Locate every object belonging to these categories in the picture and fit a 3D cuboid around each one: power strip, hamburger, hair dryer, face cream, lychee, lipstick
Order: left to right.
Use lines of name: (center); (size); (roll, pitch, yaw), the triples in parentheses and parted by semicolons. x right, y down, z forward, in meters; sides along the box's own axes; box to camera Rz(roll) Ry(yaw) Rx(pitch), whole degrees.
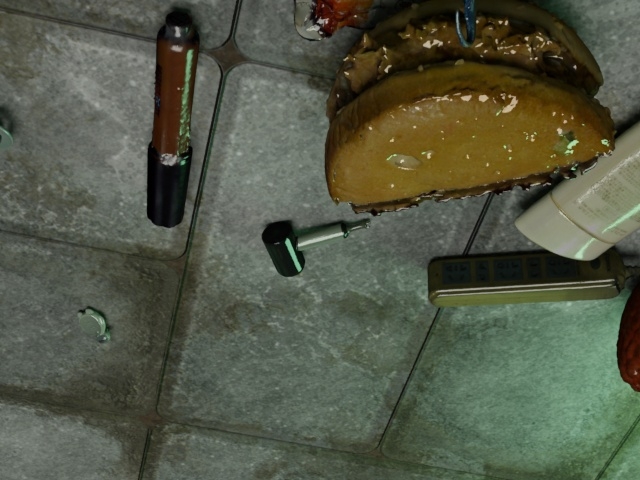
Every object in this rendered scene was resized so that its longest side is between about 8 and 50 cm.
power strip: (-0.447, 0.167, 2.387); (0.055, 0.035, 0.083); (-23, 116, 24)
lipstick: (-0.245, -0.191, 1.983); (0.077, 0.077, 0.418); (7, 133, -4)
hair dryer: (0.000, 0.000, 2.178); (0.198, 0.057, 0.100); (-15, 134, 11)
hamburger: (0.190, -0.233, 1.762); (0.445, 0.268, 0.287); (-8, 144, 19)
power strip: (0.389, 0.066, 2.183); (0.388, 0.092, 0.066); (-3, 137, 7)
face cream: (0.510, -0.086, 2.031); (0.173, 0.081, 0.348); (30, 129, -24)
lychee: (0.662, 0.158, 2.173); (0.255, 0.300, 0.255); (27, 147, 20)

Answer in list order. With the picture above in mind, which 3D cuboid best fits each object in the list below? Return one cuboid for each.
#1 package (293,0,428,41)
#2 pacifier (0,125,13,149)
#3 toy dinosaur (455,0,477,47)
package: (0.057, -0.377, 1.804); (0.232, 0.040, 0.166); (-6, 136, 5)
pacifier: (-0.595, -0.164, 2.009); (0.150, 0.116, 0.127); (17, 159, -18)
toy dinosaur: (0.193, -0.441, 1.617); (0.147, 0.363, 0.076); (-13, 180, -27)
